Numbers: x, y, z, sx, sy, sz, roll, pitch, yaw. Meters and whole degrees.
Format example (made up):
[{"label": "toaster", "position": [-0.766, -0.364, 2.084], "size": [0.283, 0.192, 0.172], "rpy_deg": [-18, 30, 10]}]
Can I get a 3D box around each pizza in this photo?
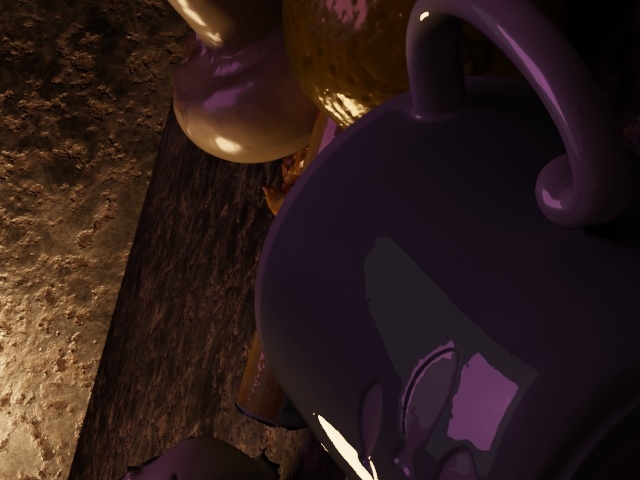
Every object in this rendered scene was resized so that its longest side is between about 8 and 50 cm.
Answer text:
[{"label": "pizza", "position": [-0.018, -0.092, 1.919], "size": [0.271, 0.056, 0.134], "rpy_deg": [177, 103, -73]}]

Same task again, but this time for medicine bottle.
[{"label": "medicine bottle", "position": [0.000, 0.000, 1.679], "size": [0.108, 0.108, 0.426], "rpy_deg": [-132, 57, -71]}]

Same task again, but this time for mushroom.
[{"label": "mushroom", "position": [-0.086, -0.258, 1.810], "size": [0.292, 0.290, 0.292], "rpy_deg": [-28, 32, 20]}]

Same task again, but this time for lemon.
[{"label": "lemon", "position": [0.089, -0.196, 1.294], "size": [0.267, 0.267, 0.267], "rpy_deg": [-166, 90, -74]}]

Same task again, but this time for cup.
[{"label": "cup", "position": [0.124, 0.033, 0.821], "size": [0.274, 0.259, 0.357], "rpy_deg": [-131, 26, -52]}]

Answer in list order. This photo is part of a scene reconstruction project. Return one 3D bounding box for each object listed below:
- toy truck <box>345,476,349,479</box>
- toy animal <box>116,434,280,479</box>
[{"label": "toy truck", "position": [0.069, 0.190, 1.314], "size": [0.074, 0.088, 0.202], "rpy_deg": [-146, 70, -72]}, {"label": "toy animal", "position": [-0.168, 0.376, 1.747], "size": [0.310, 0.251, 0.251], "rpy_deg": [-55, 24, 27]}]
